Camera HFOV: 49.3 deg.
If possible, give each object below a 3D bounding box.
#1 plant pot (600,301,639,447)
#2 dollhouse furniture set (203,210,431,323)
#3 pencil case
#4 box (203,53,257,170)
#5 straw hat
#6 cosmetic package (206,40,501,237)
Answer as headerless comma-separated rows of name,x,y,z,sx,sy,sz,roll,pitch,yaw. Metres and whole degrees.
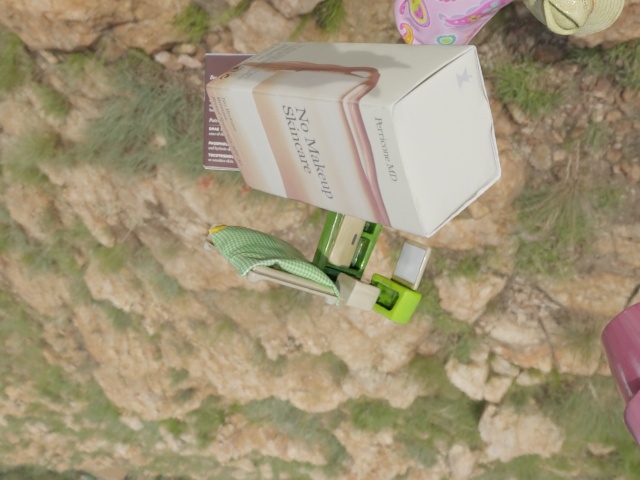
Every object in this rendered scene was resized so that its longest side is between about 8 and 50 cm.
plant pot,0.524,0.193,1.043,0.201,0.180,0.201,-10,135,-10
dollhouse furniture set,0.000,0.000,1.059,0.302,0.151,0.197,19,-176,-32
pencil case,0.211,-0.335,0.874,0.124,0.124,0.284,37,153,-15
box,-0.100,-0.228,1.266,0.167,0.168,0.203,6,100,22
straw hat,0.320,-0.305,0.909,0.144,0.061,0.144,23,155,11
cosmetic package,0.026,-0.122,0.754,0.296,0.129,0.153,17,136,47
